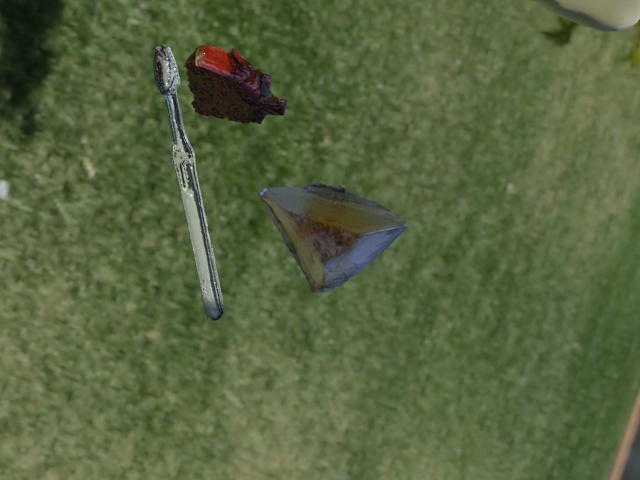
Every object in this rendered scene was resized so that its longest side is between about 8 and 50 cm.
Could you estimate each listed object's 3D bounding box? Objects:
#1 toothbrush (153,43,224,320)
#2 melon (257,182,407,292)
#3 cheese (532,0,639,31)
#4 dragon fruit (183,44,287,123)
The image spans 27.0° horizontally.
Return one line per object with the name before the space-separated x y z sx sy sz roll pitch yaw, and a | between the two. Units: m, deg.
toothbrush | -0.136 -0.056 1.377 0.028 0.026 0.294 -114 -167 -75
melon | 0.001 0.003 1.710 0.093 0.202 0.139 -24 127 -63
cheese | 0.147 -0.250 0.680 0.265 0.124 0.243 -91 -160 -70
dragon fruit | -0.105 -0.208 1.728 0.097 0.131 0.063 93 10 -52
